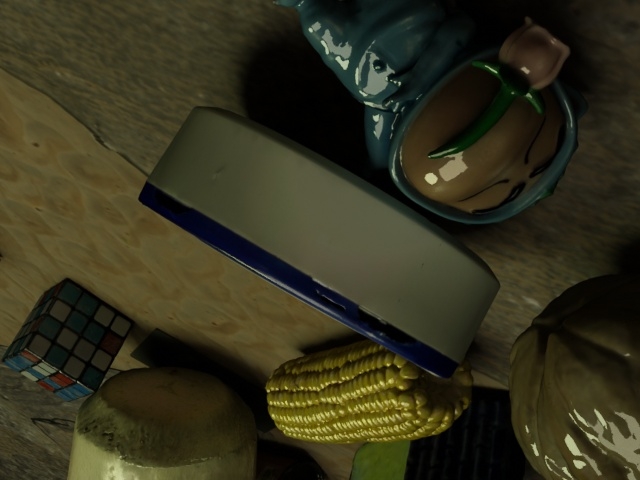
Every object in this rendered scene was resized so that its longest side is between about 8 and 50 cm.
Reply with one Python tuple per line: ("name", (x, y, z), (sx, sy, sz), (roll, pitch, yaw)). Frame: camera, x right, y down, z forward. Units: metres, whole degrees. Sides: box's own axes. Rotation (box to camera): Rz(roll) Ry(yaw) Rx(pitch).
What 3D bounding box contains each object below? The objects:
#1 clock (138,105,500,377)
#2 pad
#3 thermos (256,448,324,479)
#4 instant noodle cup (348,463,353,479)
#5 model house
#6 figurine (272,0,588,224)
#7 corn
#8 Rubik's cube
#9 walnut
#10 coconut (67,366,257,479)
("clock", (0.000, 0.000, 0.706), (0.230, 0.083, 0.230), (28, 179, 0))
("pad", (-0.123, 0.164, 1.260), (0.190, 0.004, 0.127), (32, 152, -9))
("thermos", (-0.167, 0.294, 1.407), (0.330, 0.109, 0.136), (7, 147, 33))
("instant noodle cup", (0.095, 0.367, 1.207), (0.179, 0.234, 0.234), (12, 151, 5))
("model house", (0.135, 0.249, 0.988), (0.170, 0.193, 0.211), (24, 147, -14))
("figurine", (0.059, -0.079, 0.560), (0.178, 0.114, 0.144), (44, -178, -10))
("corn", (0.039, 0.134, 0.978), (0.093, 0.093, 0.244), (37, 153, -19))
("Rubik's cube", (-0.277, 0.111, 1.205), (0.092, 0.092, 0.092), (35, 151, -18))
("walnut", (0.230, 0.112, 0.704), (0.230, 0.178, 0.178), (28, 153, -12))
("coconut", (-0.178, 0.264, 1.205), (0.224, 0.224, 0.233), (18, 114, 16))
